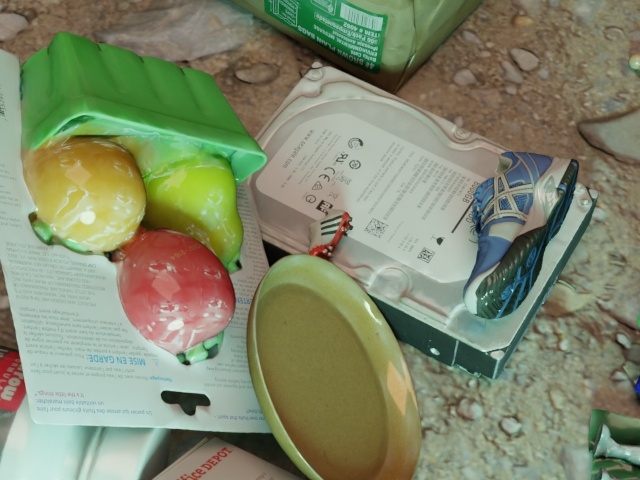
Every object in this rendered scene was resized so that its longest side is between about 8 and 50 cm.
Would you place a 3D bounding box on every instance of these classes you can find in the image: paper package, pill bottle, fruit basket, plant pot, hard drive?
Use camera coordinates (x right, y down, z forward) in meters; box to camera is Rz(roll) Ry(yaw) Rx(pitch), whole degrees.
[{"bbox_3d":[0.039,-0.374,1.641,0.324,0.168,0.309,32,62,18],"label":"paper package"},{"bbox_3d":[-0.298,0.174,1.241,0.318,0.176,0.176,13,56,6],"label":"pill bottle"},{"bbox_3d":[-0.165,0.006,1.284,0.327,0.165,0.353,10,62,-48],"label":"fruit basket"},{"bbox_3d":[0.008,0.126,1.292,0.032,0.236,0.236,-27,49,29],"label":"plant pot"},{"bbox_3d":[0.080,-0.027,1.466,0.338,0.064,0.237,28,59,15],"label":"hard drive"}]

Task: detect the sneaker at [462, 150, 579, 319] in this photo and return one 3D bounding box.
[{"bbox_3d":[0.176,-0.007,1.379,0.081,0.080,0.211,19,47,18],"label":"sneaker"}]

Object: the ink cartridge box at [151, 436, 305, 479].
[{"bbox_3d":[-0.043,0.259,1.208,0.203,0.086,0.148,23,17,15],"label":"ink cartridge box"}]

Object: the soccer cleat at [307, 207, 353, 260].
[{"bbox_3d":[0.000,0.000,1.390,0.035,0.029,0.083,21,54,22],"label":"soccer cleat"}]

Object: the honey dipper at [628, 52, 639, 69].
[{"bbox_3d":[0.390,-0.151,1.586,0.030,0.030,0.161,-27,58,-20],"label":"honey dipper"}]

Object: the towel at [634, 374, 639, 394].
[{"bbox_3d":[0.460,0.078,1.313,0.308,0.076,0.228,14,76,31],"label":"towel"}]

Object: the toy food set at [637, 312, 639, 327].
[{"bbox_3d":[0.336,0.079,1.333,0.082,0.020,0.083,-45,59,13],"label":"toy food set"}]

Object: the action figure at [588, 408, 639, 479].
[{"bbox_3d":[0.363,0.219,1.312,0.232,0.063,0.137,9,52,-1],"label":"action figure"}]
